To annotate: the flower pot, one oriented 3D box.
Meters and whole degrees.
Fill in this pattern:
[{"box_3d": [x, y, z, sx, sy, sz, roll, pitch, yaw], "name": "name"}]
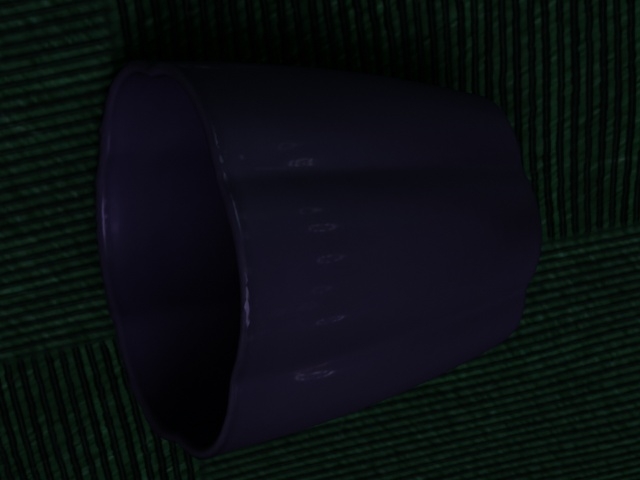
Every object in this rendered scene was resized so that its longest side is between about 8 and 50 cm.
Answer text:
[{"box_3d": [0.000, 0.000, 1.167, 0.243, 0.265, 0.265, -6, 130, -27], "name": "flower pot"}]
